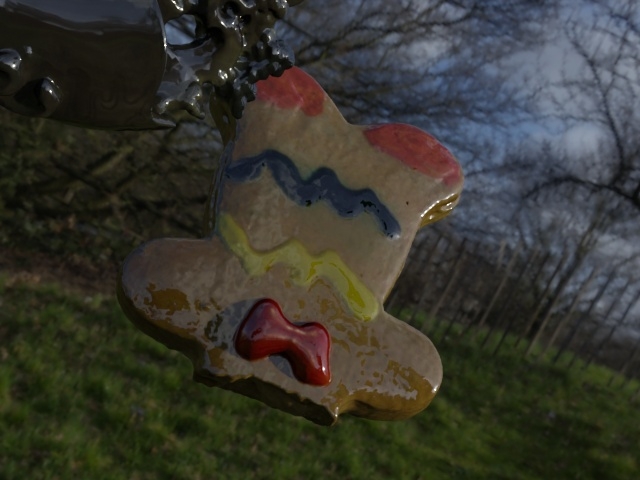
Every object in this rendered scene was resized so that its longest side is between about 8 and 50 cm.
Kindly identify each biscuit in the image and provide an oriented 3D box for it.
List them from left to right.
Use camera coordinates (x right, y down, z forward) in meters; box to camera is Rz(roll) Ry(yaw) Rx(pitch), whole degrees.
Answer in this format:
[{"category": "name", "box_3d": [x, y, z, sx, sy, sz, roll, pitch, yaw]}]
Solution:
[{"category": "biscuit", "box_3d": [0.000, 0.000, 1.015, 0.368, 0.394, 0.076, 25, -28, -7]}]

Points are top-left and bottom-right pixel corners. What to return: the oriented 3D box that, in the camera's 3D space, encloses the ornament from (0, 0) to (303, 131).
[{"category": "ornament", "box_3d": [-0.108, -0.171, 0.474, 0.260, 0.251, 0.106, -11, 27, -27]}]
